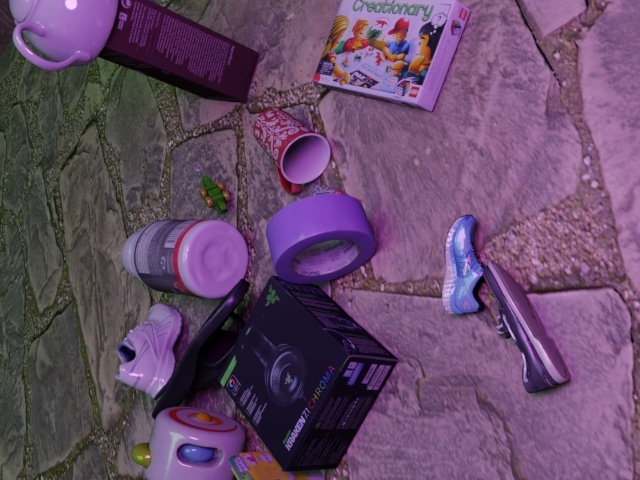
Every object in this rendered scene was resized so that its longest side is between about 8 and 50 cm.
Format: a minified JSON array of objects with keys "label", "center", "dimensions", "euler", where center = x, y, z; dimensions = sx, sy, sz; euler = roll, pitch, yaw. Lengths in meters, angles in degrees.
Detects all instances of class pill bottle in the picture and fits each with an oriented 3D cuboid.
[{"label":"pill bottle","center":[-0.330,0.038,1.530],"dimensions":[0.319,0.176,0.176],"euler":[2,80,46]}]

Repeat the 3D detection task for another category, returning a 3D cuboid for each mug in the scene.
[{"label":"mug","center":[-0.078,-0.193,1.387],"dimensions":[0.150,0.113,0.169],"euler":[-58,43,15]}]

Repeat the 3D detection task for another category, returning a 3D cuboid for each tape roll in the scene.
[{"label":"tape roll","center":[0.000,0.000,1.194],"dimensions":[0.189,0.189,0.080],"euler":[-38,55,33]}]

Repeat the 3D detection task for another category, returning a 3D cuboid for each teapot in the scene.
[{"label":"teapot","center":[-0.543,-0.484,1.329],"dimensions":[0.256,0.187,0.252],"euler":[31,105,45]}]

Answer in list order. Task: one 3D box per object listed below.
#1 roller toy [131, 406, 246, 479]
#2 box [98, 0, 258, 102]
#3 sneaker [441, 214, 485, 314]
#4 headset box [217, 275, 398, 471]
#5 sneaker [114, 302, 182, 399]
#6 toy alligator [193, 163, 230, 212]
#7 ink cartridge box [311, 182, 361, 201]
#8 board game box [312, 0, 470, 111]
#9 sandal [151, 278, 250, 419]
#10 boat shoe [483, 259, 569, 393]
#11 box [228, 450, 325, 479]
[{"label":"roller toy","center":[-0.253,0.423,1.338],"dimensions":[0.191,0.209,0.146],"euler":[14,89,31]},{"label":"box","center":[-0.360,-0.452,1.547],"dimensions":[0.191,0.382,0.143],"euler":[17,94,47]},{"label":"sneaker","center":[0.240,0.039,1.044],"dimensions":[0.073,0.063,0.162],"euler":[1,86,31]},{"label":"headset box","center":[-0.038,0.234,1.211],"dimensions":[0.283,0.131,0.246],"euler":[41,108,44]},{"label":"sneaker","center":[-0.409,0.240,1.558],"dimensions":[0.111,0.129,0.297],"euler":[-55,23,21]},{"label":"toy alligator","center":[-0.267,-0.119,1.604],"dimensions":[0.189,0.056,0.051],"euler":[52,157,40]},{"label":"ink cartridge box","center":[0.025,-0.070,1.304],"dimensions":[0.115,0.029,0.062],"euler":[25,97,47]},{"label":"board game box","center":[0.125,-0.371,1.266],"dimensions":[0.305,0.053,0.192],"euler":[26,97,46]},{"label":"sandal","center":[-0.230,0.251,1.414],"dimensions":[0.107,0.167,0.445],"euler":[33,123,0]},{"label":"boat shoe","center":[0.281,0.125,0.956],"dimensions":[0.065,0.075,0.206],"euler":[-40,58,28]},{"label":"box","center":[-0.078,0.425,1.163],"dimensions":[0.105,0.179,0.043],"euler":[45,111,43]}]
